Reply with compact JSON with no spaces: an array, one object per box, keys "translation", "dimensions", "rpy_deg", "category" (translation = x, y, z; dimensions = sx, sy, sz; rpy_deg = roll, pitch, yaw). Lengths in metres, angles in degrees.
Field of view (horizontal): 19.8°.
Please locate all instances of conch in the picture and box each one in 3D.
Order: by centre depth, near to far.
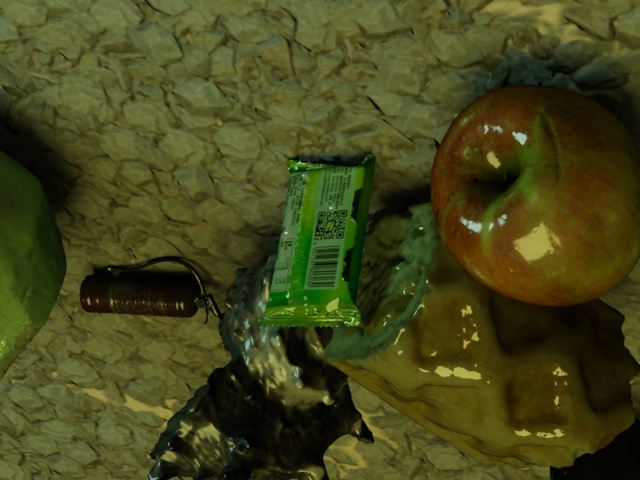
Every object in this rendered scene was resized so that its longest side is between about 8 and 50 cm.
[{"translation":[-0.050,0.141,1.839],"dimensions":[0.186,0.313,0.241],"rpy_deg":[21,139,31],"category":"conch"}]

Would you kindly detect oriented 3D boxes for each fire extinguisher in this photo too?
[{"translation":[-0.182,0.054,1.980],"dimensions":[0.157,0.045,0.078],"rpy_deg":[3,117,20],"category":"fire extinguisher"}]

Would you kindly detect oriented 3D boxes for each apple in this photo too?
[{"translation":[0.199,-0.037,1.611],"dimensions":[0.196,0.196,0.196],"rpy_deg":[11,140,9],"category":"apple"}]

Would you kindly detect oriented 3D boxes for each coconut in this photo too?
[{"translation":[-0.430,0.010,1.834],"dimensions":[0.328,0.281,0.328],"rpy_deg":[10,142,8],"category":"coconut"}]

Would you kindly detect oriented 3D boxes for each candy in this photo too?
[{"translation":[0.000,0.001,1.744],"dimensions":[0.102,0.178,0.032],"rpy_deg":[-6,151,26],"category":"candy"}]

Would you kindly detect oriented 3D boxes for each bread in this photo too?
[{"translation":[0.149,0.091,1.764],"dimensions":[0.252,0.196,0.238],"rpy_deg":[33,161,-27],"category":"bread"}]

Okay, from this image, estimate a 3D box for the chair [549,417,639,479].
[{"translation":[0.442,0.203,1.772],"dimensions":[0.226,0.226,0.401],"rpy_deg":[40,136,-25],"category":"chair"}]
